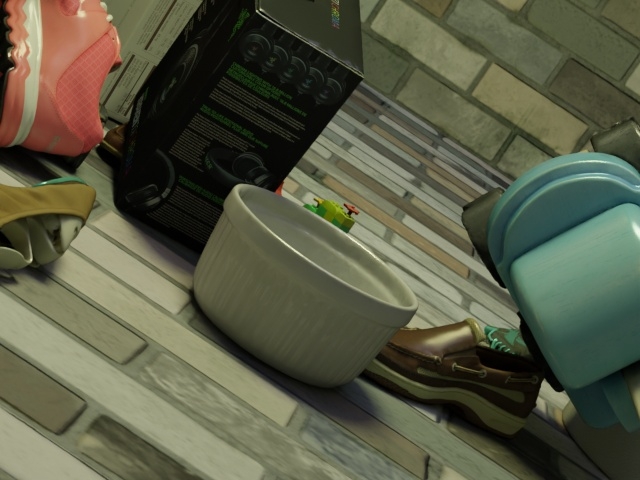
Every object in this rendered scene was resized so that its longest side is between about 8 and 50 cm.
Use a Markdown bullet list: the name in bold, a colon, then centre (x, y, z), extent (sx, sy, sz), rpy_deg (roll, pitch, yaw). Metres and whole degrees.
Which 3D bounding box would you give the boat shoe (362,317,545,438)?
- **boat shoe**: centre (0.127, 0.115, 1.827), extent (0.257, 0.095, 0.095), rpy_deg (25, 14, -36)

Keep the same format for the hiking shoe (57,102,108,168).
- **hiking shoe**: centre (-0.292, -0.166, 1.859), extent (0.114, 0.086, 0.227), rpy_deg (28, 16, -28)

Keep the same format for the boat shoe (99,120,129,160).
- **boat shoe**: centre (-0.196, -0.117, 1.994), extent (0.064, 0.060, 0.178), rpy_deg (35, 12, 8)

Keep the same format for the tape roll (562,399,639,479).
- **tape roll**: centre (0.464, 0.287, 2.111), extent (0.392, 0.072, 0.392), rpy_deg (32, 12, -8)

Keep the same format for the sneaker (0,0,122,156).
- **sneaker**: centre (-0.262, -0.218, 1.773), extent (0.136, 0.116, 0.313), rpy_deg (18, 62, -29)

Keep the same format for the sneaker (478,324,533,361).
- **sneaker**: centre (0.224, 0.140, 2.126), extent (0.076, 0.065, 0.166), rpy_deg (17, 9, -1)

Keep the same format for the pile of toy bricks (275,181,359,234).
- **pile of toy bricks**: centre (0.000, 0.000, 1.934), extent (0.118, 0.105, 0.212), rpy_deg (23, 16, -44)

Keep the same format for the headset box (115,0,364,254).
- **headset box**: centre (-0.076, -0.166, 1.835), extent (0.131, 0.283, 0.246), rpy_deg (30, 28, -18)

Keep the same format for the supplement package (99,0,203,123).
- **supplement package**: centre (-0.190, -0.282, 2.185), extent (0.145, 0.262, 0.204), rpy_deg (26, 13, -33)

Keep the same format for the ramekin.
- **ramekin**: centre (-0.021, 0.048, 1.669), extent (0.207, 0.109, 0.207), rpy_deg (31, 12, -7)

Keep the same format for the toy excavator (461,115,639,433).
- **toy excavator**: centre (0.329, 0.134, 1.838), extent (0.433, 0.222, 0.445), rpy_deg (59, 13, -13)

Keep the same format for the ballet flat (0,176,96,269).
- **ballet flat**: centre (-0.245, -0.009, 1.436), extent (0.073, 0.080, 0.232), rpy_deg (65, 22, 10)
